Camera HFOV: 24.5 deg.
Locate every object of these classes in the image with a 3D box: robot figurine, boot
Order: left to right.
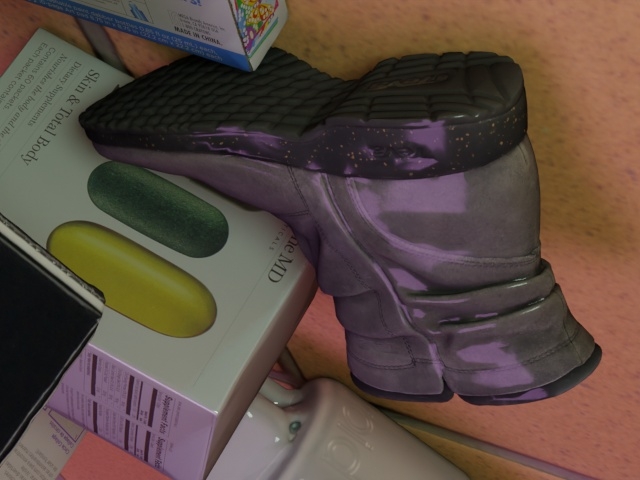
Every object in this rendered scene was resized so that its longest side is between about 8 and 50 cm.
[{"bbox_3d":[0.000,0.000,0.932,0.338,0.118,0.222,10,129,40],"label":"boot"},{"bbox_3d":[0.034,0.264,1.348,0.353,0.200,0.300,37,-169,-12],"label":"robot figurine"}]

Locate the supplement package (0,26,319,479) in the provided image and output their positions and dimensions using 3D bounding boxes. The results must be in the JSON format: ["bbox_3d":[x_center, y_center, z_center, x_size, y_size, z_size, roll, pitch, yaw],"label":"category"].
[{"bbox_3d":[-0.149,0.019,1.105,0.263,0.199,0.198,29,154,5],"label":"supplement package"}]

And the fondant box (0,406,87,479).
[{"bbox_3d":[-0.321,0.131,1.347,0.096,0.330,0.238,10,147,38],"label":"fondant box"}]

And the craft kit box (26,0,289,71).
[{"bbox_3d":[-0.156,-0.224,0.844,0.250,0.061,0.246,20,155,22],"label":"craft kit box"}]

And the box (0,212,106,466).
[{"bbox_3d":[-0.460,-0.037,0.783,0.472,0.297,0.480,24,165,46],"label":"box"}]
